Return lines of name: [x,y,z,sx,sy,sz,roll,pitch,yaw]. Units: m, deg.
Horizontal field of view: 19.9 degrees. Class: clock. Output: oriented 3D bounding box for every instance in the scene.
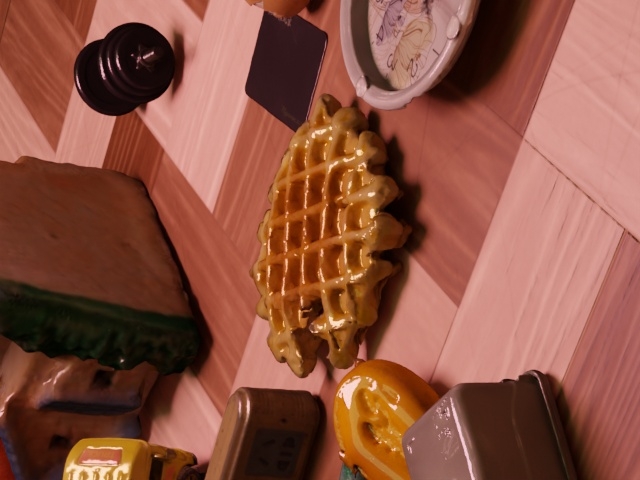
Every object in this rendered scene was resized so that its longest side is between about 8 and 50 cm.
clock: [0.094,-0.231,1.652,0.236,0.053,0.236,-22,64,56]

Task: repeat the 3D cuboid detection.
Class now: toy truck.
toy truck: [-0.222,0.341,1.936,0.124,0.157,0.272,-1,70,26]

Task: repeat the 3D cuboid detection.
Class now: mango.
mango: [0.074,0.176,1.598,0.101,0.066,0.187,-52,55,20]

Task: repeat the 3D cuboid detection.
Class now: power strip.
power strip: [-0.091,0.325,1.843,0.066,0.092,0.387,48,126,57]

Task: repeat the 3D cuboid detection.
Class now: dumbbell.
dumbbell: [-0.236,-0.206,2.200,0.208,0.099,0.099,-15,72,61]

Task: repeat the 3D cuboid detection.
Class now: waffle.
waffle: [-0.002,0.000,1.784,0.250,0.056,0.261,59,136,48]

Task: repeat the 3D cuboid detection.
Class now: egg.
egg: [-0.039,-0.277,1.874,0.080,0.080,0.096,53,133,51]

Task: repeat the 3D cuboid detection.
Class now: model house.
model house: [-0.393,0.109,2.128,0.342,0.382,0.334,-61,34,28]

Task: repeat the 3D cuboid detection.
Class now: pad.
pad: [-0.039,-0.186,1.936,0.157,0.003,0.112,41,120,57]

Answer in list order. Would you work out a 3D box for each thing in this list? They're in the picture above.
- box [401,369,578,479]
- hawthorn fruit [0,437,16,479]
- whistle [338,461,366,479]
box: [0.134,0.195,1.458,0.124,0.093,0.172,-51,43,45]
hawthorn fruit: [-0.433,0.298,2.391,0.189,0.189,0.189,-18,69,59]
whistle: [0.035,0.225,1.691,0.039,0.039,0.186,31,111,59]
